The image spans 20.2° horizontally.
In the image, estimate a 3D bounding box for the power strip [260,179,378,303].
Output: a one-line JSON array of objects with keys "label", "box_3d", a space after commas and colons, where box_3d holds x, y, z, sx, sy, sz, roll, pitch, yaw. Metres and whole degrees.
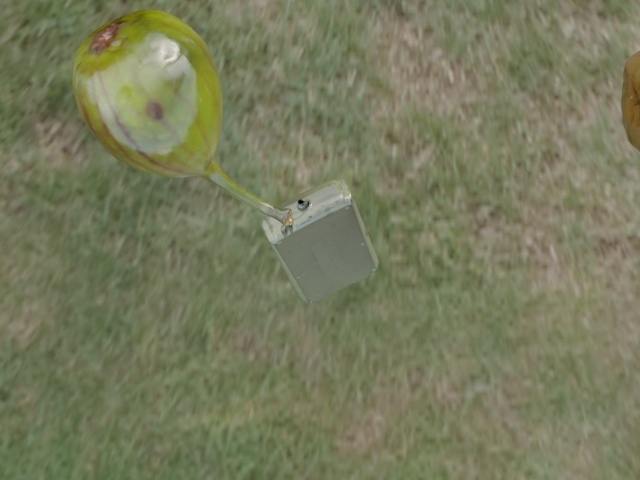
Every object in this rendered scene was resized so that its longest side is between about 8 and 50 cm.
[{"label": "power strip", "box_3d": [0.000, 0.000, 1.440, 0.076, 0.169, 0.028, -26, 65, -1]}]

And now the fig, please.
[{"label": "fig", "box_3d": [-0.083, -0.059, 1.077, 0.093, 0.093, 0.166, -28, 101, 12]}]

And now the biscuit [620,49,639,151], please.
[{"label": "biscuit", "box_3d": [0.191, -0.039, 0.581, 0.186, 0.295, 0.044, 2, 109, -13]}]
